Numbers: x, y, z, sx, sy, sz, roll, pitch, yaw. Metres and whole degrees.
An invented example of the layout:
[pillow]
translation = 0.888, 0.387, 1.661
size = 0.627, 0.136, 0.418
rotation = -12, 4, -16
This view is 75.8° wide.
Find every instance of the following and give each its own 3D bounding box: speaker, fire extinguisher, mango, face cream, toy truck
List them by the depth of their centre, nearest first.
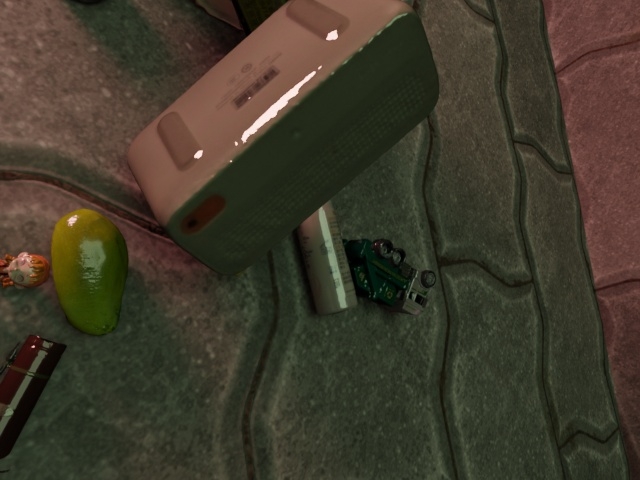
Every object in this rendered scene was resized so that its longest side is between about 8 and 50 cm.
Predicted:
[fire extinguisher]
translation = -0.354, 0.185, 0.460
size = 0.078, 0.045, 0.157
rotation = 18, 65, -3
[mango]
translation = -0.290, 0.039, 0.526
size = 0.091, 0.074, 0.165
rotation = -10, 84, -42
[speaker]
translation = -0.049, -0.151, 0.551
size = 0.406, 0.184, 0.183
rotation = -41, 138, 1
[face cream]
translation = 0.000, 0.000, 0.767
size = 0.081, 0.081, 0.269
rotation = -11, 84, -40
[toy truck]
translation = 0.129, 0.080, 0.837
size = 0.215, 0.110, 0.116
rotation = 32, 73, -29

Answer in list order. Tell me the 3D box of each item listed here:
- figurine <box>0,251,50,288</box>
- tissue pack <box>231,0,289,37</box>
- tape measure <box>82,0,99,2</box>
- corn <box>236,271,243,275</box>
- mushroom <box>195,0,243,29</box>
[figurine]
translation = -0.379, 0.034, 0.478
size = 0.109, 0.047, 0.064
rotation = 1, 84, -27
[tissue pack]
translation = 0.009, -0.349, 0.733
size = 0.288, 0.124, 0.394
rotation = -64, 147, -29
[tape measure]
translation = -0.326, -0.435, 0.571
size = 0.107, 0.179, 0.104
rotation = 29, 45, -28
[corn]
translation = -0.121, -0.037, 0.689
size = 0.067, 0.067, 0.207
rotation = 30, 63, -29
[mushroom]
translation = -0.147, -0.515, 0.729
size = 0.236, 0.161, 0.174
rotation = 70, 24, -63
